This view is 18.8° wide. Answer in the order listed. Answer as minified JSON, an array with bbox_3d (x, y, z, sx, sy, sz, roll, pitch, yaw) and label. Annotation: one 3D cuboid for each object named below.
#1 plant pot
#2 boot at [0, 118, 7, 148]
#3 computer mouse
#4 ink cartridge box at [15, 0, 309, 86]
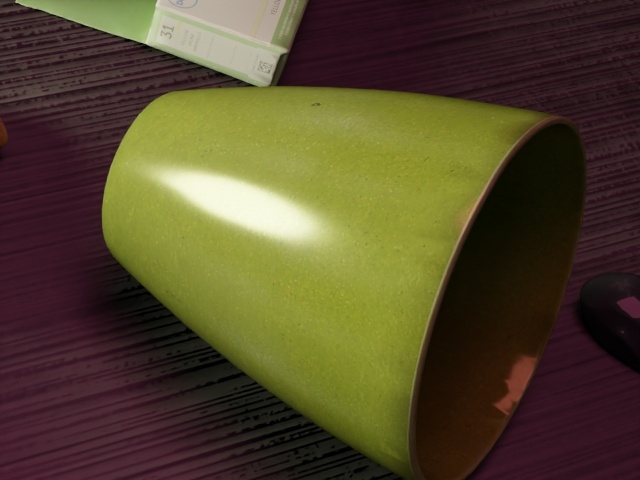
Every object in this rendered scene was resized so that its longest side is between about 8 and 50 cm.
[{"bbox_3d":[0.000,0.000,1.380,0.293,0.275,0.275,20,42,22],"label":"plant pot"},{"bbox_3d":[-0.285,-0.056,1.443,0.197,0.073,0.152,58,31,6],"label":"boot"},{"bbox_3d":[0.315,0.095,1.532,0.242,0.041,0.071,30,44,8],"label":"computer mouse"},{"bbox_3d":[-0.125,-0.235,1.682,0.235,0.056,0.171,20,45,-3],"label":"ink cartridge box"}]
